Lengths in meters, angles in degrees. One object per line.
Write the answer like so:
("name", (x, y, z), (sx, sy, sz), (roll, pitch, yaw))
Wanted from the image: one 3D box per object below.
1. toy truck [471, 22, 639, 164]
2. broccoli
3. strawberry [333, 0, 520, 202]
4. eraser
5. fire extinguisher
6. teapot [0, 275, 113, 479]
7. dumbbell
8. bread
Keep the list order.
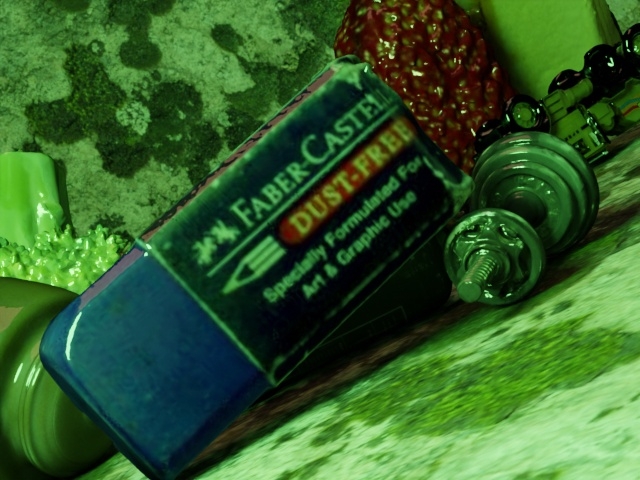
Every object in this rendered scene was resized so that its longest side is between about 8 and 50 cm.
("toy truck", (0.310, -0.149, 1.821), (0.257, 0.127, 0.127), (-28, -2, -19))
("broccoli", (-0.269, 0.061, 1.611), (0.375, 0.302, 0.249), (6, 2, -38))
("strawberry", (0.122, -0.192, 2.041), (0.292, 0.343, 0.292), (-20, 5, 2))
("eraser", (-0.047, 0.015, 1.124), (0.332, 0.155, 0.101), (-43, 0, -15))
("fire extinguisher", (0.011, 0.046, 1.295), (0.311, 0.095, 0.114), (-26, 31, -1))
("teapot", (-0.240, 0.131, 1.366), (0.175, 0.185, 0.268), (14, 24, 29))
("dumbbell", (0.150, -0.008, 1.186), (0.110, 0.110, 0.254), (-24, 11, 26))
("bread", (0.283, -0.270, 2.197), (0.346, 0.405, 0.242), (-10, 22, 30))
